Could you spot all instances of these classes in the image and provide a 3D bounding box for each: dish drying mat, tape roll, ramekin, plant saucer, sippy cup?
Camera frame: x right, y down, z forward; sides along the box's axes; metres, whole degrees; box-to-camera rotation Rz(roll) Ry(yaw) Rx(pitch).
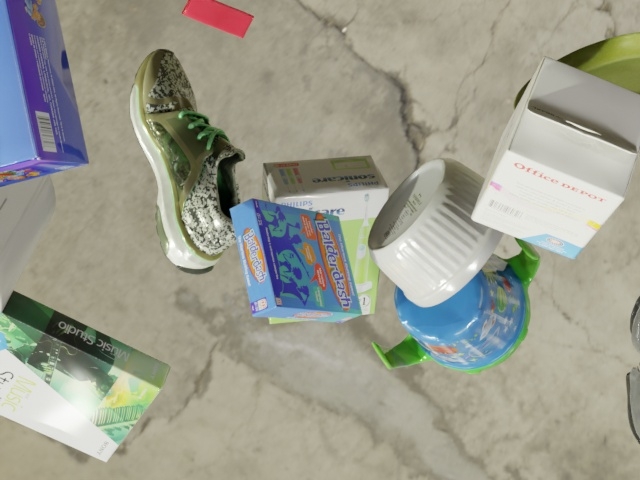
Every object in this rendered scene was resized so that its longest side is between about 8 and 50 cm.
[{"bbox_3d":[-0.121,-0.267,1.285,0.083,0.008,0.032,15,118,-32],"label":"dish drying mat"},{"bbox_3d":[-0.460,-0.025,1.286,0.246,0.169,0.246,11,141,9],"label":"tape roll"},{"bbox_3d":[0.159,-0.020,1.525,0.109,0.207,0.207,37,123,-16],"label":"ramekin"},{"bbox_3d":[0.382,-0.208,1.474,0.240,0.241,0.037,-16,118,25],"label":"plant saucer"},{"bbox_3d":[0.241,0.112,1.946,0.240,0.224,0.306,18,86,24],"label":"sippy cup"}]

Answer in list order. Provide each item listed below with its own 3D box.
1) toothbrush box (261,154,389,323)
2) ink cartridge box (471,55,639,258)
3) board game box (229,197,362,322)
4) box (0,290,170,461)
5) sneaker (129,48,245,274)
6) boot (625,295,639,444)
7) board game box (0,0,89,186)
[{"bbox_3d":[0.000,0.000,1.974,0.206,0.122,0.283,-6,128,-13],"label":"toothbrush box"},{"bbox_3d":[0.185,-0.064,0.828,0.092,0.090,0.143,22,158,3],"label":"ink cartridge box"},{"bbox_3d":[-0.031,0.033,1.554,0.047,0.210,0.160,-24,71,31],"label":"board game box"},{"bbox_3d":[-0.418,0.199,1.639,0.322,0.058,0.232,27,131,-14],"label":"box"},{"bbox_3d":[-0.204,-0.156,1.918,0.182,0.158,0.411,-20,81,32],"label":"sneaker"},{"bbox_3d":[0.380,0.219,1.039,0.118,0.222,0.338,6,90,-17],"label":"boot"},{"bbox_3d":[-0.334,-0.202,0.845,0.233,0.078,0.347,-12,88,16],"label":"board game box"}]
